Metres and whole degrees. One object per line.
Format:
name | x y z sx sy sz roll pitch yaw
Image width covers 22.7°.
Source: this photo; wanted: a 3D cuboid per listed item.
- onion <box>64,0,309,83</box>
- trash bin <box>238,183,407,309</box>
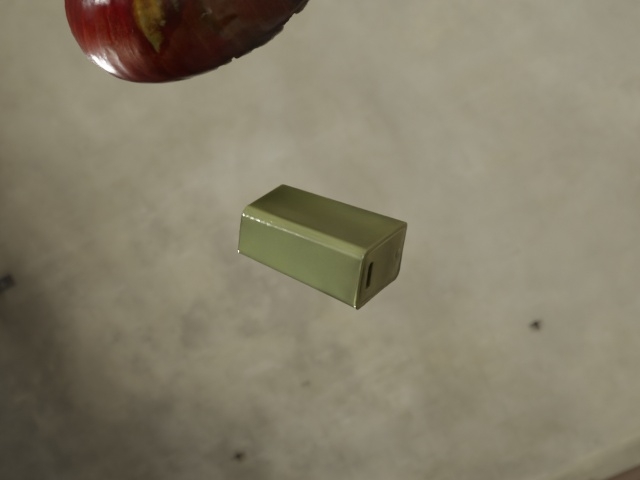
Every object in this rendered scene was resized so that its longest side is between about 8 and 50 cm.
onion | -0.093 -0.231 1.179 0.161 0.248 0.248 39 -154 -22
trash bin | 0.000 0.000 1.017 0.061 0.092 0.043 -36 -38 -53
